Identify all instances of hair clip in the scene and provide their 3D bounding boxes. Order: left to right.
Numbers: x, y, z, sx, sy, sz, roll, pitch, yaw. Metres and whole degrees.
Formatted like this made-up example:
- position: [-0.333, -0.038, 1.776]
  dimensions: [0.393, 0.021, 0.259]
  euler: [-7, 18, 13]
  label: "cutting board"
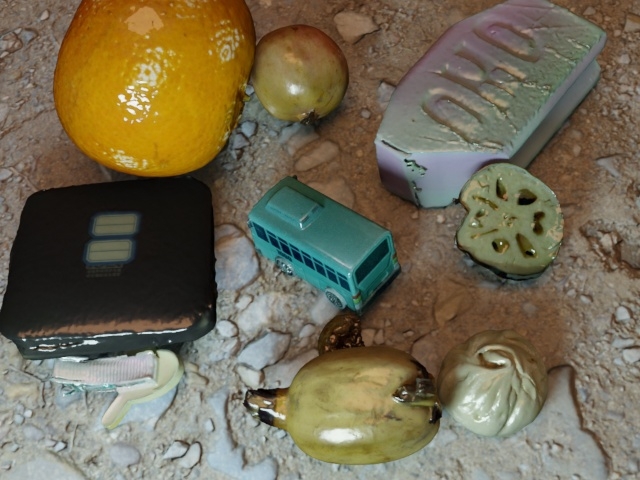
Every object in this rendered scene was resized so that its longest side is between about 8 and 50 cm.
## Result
- position: [-0.334, 0.231, 1.737]
  dimensions: [0.219, 0.071, 0.159]
  euler: [-6, 64, 8]
  label: "hair clip"

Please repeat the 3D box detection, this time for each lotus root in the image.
- position: [0.033, 0.260, 1.633]
  dimensions: [0.310, 0.183, 0.182]
  euler: [-5, 59, 5]
  label: "lotus root"
- position: [0.317, -0.029, 1.808]
  dimensions: [0.203, 0.078, 0.183]
  euler: [37, 83, -4]
  label: "lotus root"

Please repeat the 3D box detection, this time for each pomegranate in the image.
- position: [-0.039, -0.312, 1.966]
  dimensions: [0.191, 0.191, 0.191]
  euler: [-2, 60, 4]
  label: "pomegranate"

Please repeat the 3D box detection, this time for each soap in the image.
- position: [0.296, -0.253, 1.918]
  dimensions: [0.261, 0.156, 0.446]
  euler: [34, 69, 21]
  label: "soap"

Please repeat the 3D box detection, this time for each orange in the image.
- position: [-0.278, -0.306, 1.847]
  dimensions: [0.326, 0.424, 0.424]
  euler: [25, 63, -4]
  label: "orange"

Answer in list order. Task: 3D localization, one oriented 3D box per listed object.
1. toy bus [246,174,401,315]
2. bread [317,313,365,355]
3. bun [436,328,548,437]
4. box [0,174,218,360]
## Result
- position: [0.000, 0.000, 1.790]
  dimensions: [0.256, 0.147, 0.128]
  euler: [30, 63, 30]
  label: "toy bus"
- position: [0.036, 0.175, 1.743]
  dimensions: [0.082, 0.060, 0.113]
  euler: [-10, 61, -4]
  label: "bread"
- position: [0.280, 0.221, 1.672]
  dimensions: [0.183, 0.102, 0.183]
  euler: [-2, 63, 3]
  label: "bun"
- position: [-0.358, 0.042, 1.811]
  dimensions: [0.359, 0.091, 0.350]
  euler: [-6, 50, 1]
  label: "box"
